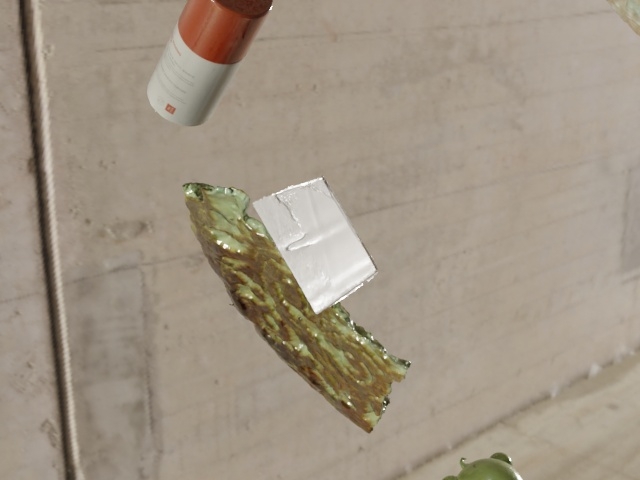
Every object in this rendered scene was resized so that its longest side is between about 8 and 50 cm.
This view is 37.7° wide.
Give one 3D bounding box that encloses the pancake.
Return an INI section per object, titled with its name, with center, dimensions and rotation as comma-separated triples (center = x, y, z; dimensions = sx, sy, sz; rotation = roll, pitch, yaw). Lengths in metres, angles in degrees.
[pancake]
center = -0.034, 0.082, 1.266
dimensions = 0.427, 0.305, 0.067
rotation = 47, -116, 1

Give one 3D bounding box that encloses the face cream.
[face cream]
center = -0.142, -0.245, 1.183
dimensions = 0.096, 0.096, 0.214
rotation = -25, -16, -39

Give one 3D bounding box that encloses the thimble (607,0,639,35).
[thimble]
center = 0.321, -0.293, 0.789
dimensions = 0.229, 0.148, 0.196
rotation = -39, -1, 11

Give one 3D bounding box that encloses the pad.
[pad]
center = 0.000, 0.000, 1.179
dimensions = 0.156, 0.004, 0.232
rotation = 60, -155, 1

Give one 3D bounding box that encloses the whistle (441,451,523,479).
[whistle]
center = 0.236, 0.352, 1.135
dimensions = 0.105, 0.227, 0.085
rotation = -22, -39, -18

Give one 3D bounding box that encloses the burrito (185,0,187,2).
[burrito]
center = -0.102, -0.424, 1.367
dimensions = 0.229, 0.089, 0.144
rotation = -33, -30, -26
